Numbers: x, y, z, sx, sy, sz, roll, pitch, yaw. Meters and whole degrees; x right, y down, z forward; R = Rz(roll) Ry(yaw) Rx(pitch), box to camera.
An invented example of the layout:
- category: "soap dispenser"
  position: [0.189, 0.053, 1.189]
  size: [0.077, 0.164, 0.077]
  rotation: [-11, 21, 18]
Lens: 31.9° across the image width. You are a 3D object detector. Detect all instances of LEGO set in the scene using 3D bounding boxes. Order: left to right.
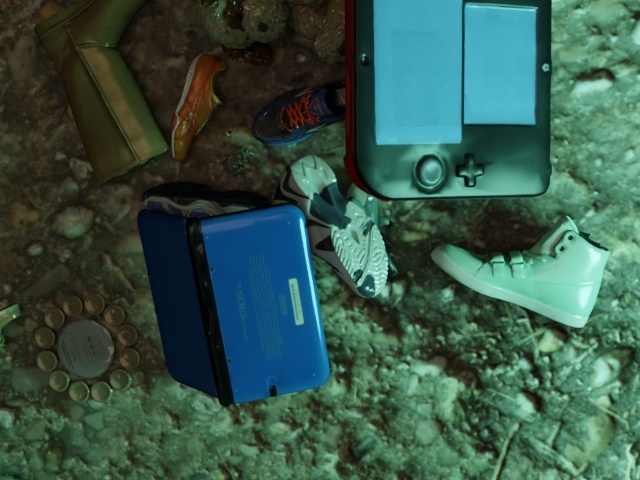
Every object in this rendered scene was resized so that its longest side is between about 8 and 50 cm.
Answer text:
- category: "LEGO set"
  position: [-0.137, -0.136, 1.768]
  size: [0.054, 0.023, 0.083]
  rotation: [-35, 88, 10]

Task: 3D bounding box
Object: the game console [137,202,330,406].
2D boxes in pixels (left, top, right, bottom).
- category: "game console"
  position: [-0.136, 0.085, 1.720]
  size: [0.250, 0.173, 0.293]
  rotation: [-10, 106, -5]

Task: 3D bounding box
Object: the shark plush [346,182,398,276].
- category: "shark plush"
  position: [0.085, -0.022, 1.728]
  size: [0.067, 0.073, 0.161]
  rotation: [-26, 83, -21]

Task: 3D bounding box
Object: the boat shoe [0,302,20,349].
- category: "boat shoe"
  position: [-0.549, 0.164, 1.843]
  size: [0.170, 0.063, 0.059]
  rotation: [-35, 91, 20]

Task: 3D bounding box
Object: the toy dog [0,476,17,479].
- category: "toy dog"
  position: [-0.601, 0.506, 1.700]
  size: [0.395, 0.408, 0.285]
  rotation: [16, 97, 8]

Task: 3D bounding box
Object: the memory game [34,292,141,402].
- category: "memory game"
  position: [-0.382, 0.177, 1.839]
  size: [0.186, 0.012, 0.186]
  rotation: [1, 95, 9]

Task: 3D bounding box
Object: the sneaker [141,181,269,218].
- category: "sneaker"
  position: [-0.185, -0.040, 1.755]
  size: [0.211, 0.080, 0.081]
  rotation: [12, 115, 17]

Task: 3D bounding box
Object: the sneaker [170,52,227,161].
- category: "sneaker"
  position: [-0.192, -0.203, 1.754]
  size: [0.067, 0.064, 0.175]
  rotation: [19, 100, -3]

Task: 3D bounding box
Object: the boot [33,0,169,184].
- category: "boot"
  position: [-0.303, -0.257, 1.759]
  size: [0.236, 0.089, 0.270]
  rotation: [-26, 89, 23]

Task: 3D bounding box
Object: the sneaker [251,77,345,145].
- category: "sneaker"
  position: [-0.005, -0.206, 1.709]
  size: [0.221, 0.087, 0.083]
  rotation: [-21, 90, 10]

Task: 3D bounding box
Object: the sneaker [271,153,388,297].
- category: "sneaker"
  position: [0.000, 0.000, 1.705]
  size: [0.094, 0.153, 0.235]
  rotation: [-36, 87, -34]

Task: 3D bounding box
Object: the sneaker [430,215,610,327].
- category: "sneaker"
  position: [0.301, 0.017, 1.672]
  size: [0.255, 0.094, 0.151]
  rotation: [20, 103, -3]

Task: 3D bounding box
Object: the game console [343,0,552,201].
- category: "game console"
  position: [0.191, -0.252, 1.608]
  size: [0.342, 0.060, 0.387]
  rotation: [-2, 95, -22]

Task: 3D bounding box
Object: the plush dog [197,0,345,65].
- category: "plush dog"
  position: [-0.078, -0.373, 1.662]
  size: [0.225, 0.262, 0.211]
  rotation: [-27, 56, 1]
